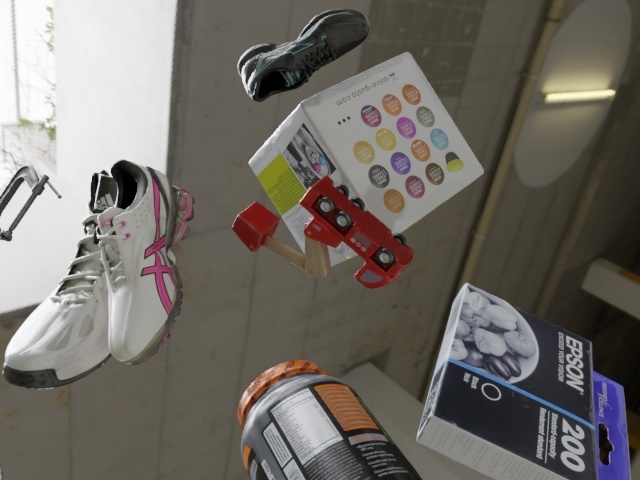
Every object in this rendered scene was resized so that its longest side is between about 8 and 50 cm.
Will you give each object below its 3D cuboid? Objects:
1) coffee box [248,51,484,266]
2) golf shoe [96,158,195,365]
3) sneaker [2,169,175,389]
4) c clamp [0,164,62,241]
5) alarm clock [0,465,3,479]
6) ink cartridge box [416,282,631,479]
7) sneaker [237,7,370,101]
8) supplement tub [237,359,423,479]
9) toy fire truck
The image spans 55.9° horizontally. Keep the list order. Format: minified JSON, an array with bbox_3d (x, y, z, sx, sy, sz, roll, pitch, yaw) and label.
[{"bbox_3d":[0.097,-0.168,1.411,0.337,0.334,0.338,-33,1,-30],"label":"coffee box"},{"bbox_3d":[-0.163,0.015,0.516,0.067,0.186,0.086,-25,-41,27],"label":"golf shoe"},{"bbox_3d":[-0.400,0.027,1.034,0.447,0.169,0.258,-67,-20,-58],"label":"sneaker"},{"bbox_3d":[-0.517,-0.061,1.035,0.161,0.137,0.022,-47,-32,12],"label":"c clamp"},{"bbox_3d":[-0.606,0.410,1.035,0.064,0.192,0.129,-50,-11,-7],"label":"alarm clock"},{"bbox_3d":[0.214,0.154,0.590,0.206,0.208,0.045,-57,-9,-53],"label":"ink cartridge box"},{"bbox_3d":[-0.026,-0.340,1.140,0.267,0.106,0.101,-22,-39,13],"label":"sneaker"},{"bbox_3d":[0.014,0.318,0.814,0.193,0.316,0.194,-15,-55,-23],"label":"supplement tub"},{"bbox_3d":[0.000,0.000,0.715,0.135,0.192,0.047,-51,-4,38],"label":"toy fire truck"}]
